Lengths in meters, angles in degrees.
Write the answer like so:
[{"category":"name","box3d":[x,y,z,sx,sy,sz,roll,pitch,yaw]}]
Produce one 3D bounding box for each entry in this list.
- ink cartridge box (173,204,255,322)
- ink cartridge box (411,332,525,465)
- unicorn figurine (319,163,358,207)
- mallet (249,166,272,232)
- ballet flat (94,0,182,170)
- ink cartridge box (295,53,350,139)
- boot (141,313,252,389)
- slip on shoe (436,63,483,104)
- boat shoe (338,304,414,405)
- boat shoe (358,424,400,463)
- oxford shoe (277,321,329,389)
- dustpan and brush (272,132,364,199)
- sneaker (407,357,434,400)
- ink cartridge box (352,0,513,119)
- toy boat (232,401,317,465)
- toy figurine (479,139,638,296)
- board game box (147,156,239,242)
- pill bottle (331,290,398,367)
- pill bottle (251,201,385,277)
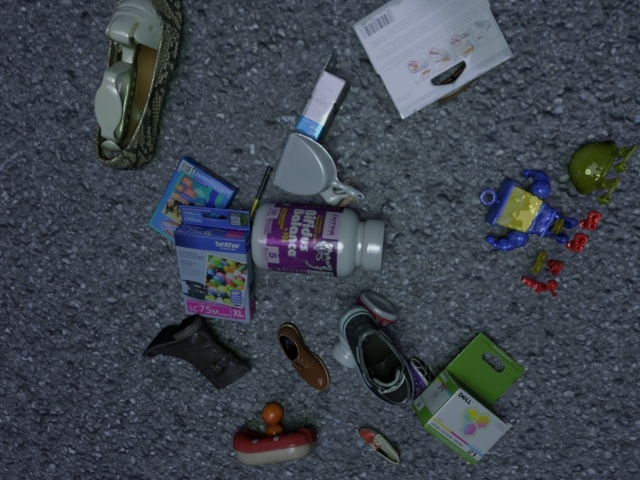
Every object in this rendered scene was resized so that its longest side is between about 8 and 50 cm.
[{"category":"ink cartridge box","box3d":[-0.266,0.066,1.165,0.185,0.065,0.311,7,119,7]},{"category":"ink cartridge box","box3d":[0.381,0.384,1.118,0.188,0.097,0.255,39,96,-15]},{"category":"unicorn figurine","box3d":[0.010,-0.136,1.120,0.111,0.060,0.162,-39,94,15]},{"category":"mallet","box3d":[-0.163,-0.098,1.174,0.039,0.062,0.190,24,90,2]},{"category":"ballet flat","box3d":[-0.441,-0.396,1.073,0.163,0.182,0.483,18,104,6]},{"category":"ink cartridge box","box3d":[0.015,-0.325,1.055,0.060,0.104,0.180,29,105,2]},{"category":"boot","box3d":[-0.345,0.333,1.264,0.262,0.091,0.229,-26,111,30]},{"category":"slip on shoe","box3d":[0.321,-0.358,1.034,0.135,0.051,0.041,-36,135,7]},{"category":"boat shoe","box3d":[0.140,0.302,1.074,0.121,0.119,0.335,-34,120,1]},{"category":"boat shoe","box3d":[0.162,0.560,1.257,0.137,0.043,0.049,37,107,1]},{"category":"oxford shoe","box3d":[-0.052,0.324,1.224,0.076,0.076,0.212,-35,96,13]},{"category":"dustpan and brush","box3d":[0.005,-0.145,1.064,0.211,0.060,0.147,34,126,10]},{"category":"sneaker","box3d":[0.266,0.387,1.192,0.071,0.068,0.170,-24,98,19]},{"category":"ink cartridge box","box3d":[0.246,-0.442,1.017,0.275,0.060,0.239,-28,97,13]},{"category":"toy boat","box3d":[-0.130,0.527,1.264,0.230,0.151,0.151,-13,70,11]},{"category":"toy figurine","box3d":[0.467,-0.084,1.000,0.217,0.191,0.363,24,104,8]},{"category":"board game box","box3d":[-0.332,-0.086,1.192,0.160,0.047,0.210,34,105,0]},{"category":"pill bottle","box3d":[0.107,0.229,1.160,0.107,0.108,0.180,30,105,2]},{"category":"pill bottle","box3d":[0.000,0.000,1.095,0.301,0.169,0.170,4,103,8]}]
